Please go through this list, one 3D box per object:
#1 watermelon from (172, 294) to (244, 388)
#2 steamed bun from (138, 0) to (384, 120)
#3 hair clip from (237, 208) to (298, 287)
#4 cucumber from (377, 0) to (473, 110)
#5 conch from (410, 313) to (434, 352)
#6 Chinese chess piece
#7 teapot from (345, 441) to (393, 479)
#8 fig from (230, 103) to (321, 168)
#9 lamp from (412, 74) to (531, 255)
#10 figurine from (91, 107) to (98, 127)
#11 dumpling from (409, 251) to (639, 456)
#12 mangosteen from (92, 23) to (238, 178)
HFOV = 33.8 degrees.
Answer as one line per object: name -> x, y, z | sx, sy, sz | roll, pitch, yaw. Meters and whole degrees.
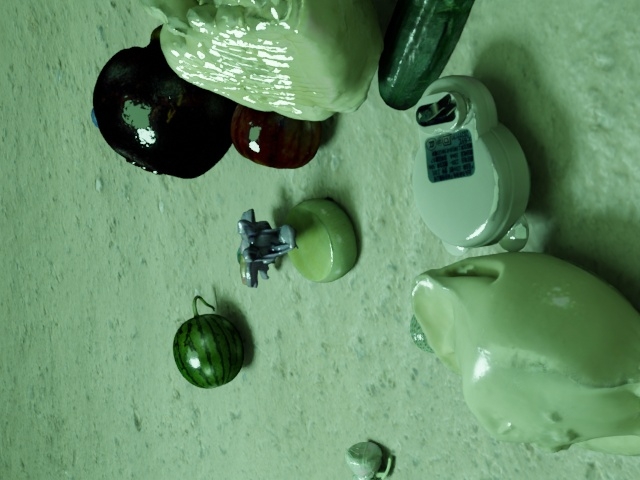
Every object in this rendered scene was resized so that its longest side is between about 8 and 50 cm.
watermelon -> -0.228, 0.199, 2.072 | 0.141, 0.141, 0.187 | -37, 70, 52
steamed bun -> -0.072, -0.341, 1.499 | 0.339, 0.352, 0.247 | 13, 75, 27
hair clip -> -0.106, 0.008, 1.797 | 0.278, 0.090, 0.137 | 138, 127, -75
cucumber -> 0.131, -0.283, 1.483 | 0.115, 0.063, 0.243 | 46, 137, 32
conch -> 0.165, 0.132, 1.615 | 0.085, 0.057, 0.076 | 18, 105, 47
Chinese chess piece -> 0.000, 0.000, 1.767 | 0.144, 0.059, 0.144 | 28, 127, 45
teapot -> 0.086, 0.390, 1.821 | 0.083, 0.064, 0.064 | -1, 114, 20
fig -> -0.072, -0.196, 1.697 | 0.149, 0.148, 0.202 | -96, 6, -46
lamp -> 0.205, -0.103, 1.421 | 0.180, 0.108, 0.245 | -6, 97, 48
figurine -> -0.413, -0.265, 2.181 | 0.149, 0.086, 0.087 | 14, 156, 37
dumpling -> 0.309, 0.169, 1.371 | 0.395, 0.233, 0.315 | 18, 151, 33
mangosteen -> -0.257, -0.265, 1.857 | 0.275, 0.275, 0.302 | 25, 90, 45
